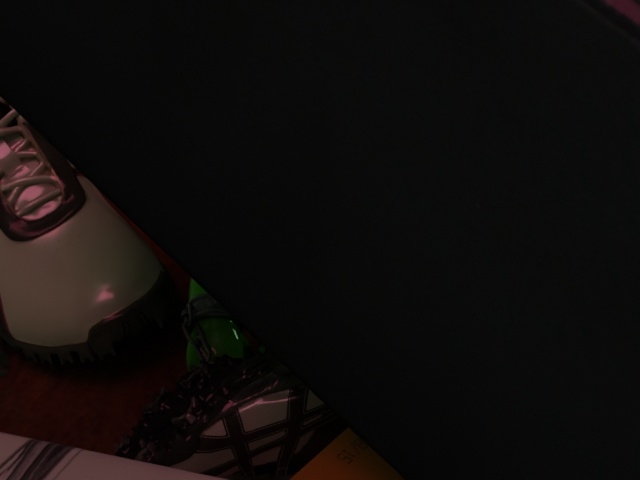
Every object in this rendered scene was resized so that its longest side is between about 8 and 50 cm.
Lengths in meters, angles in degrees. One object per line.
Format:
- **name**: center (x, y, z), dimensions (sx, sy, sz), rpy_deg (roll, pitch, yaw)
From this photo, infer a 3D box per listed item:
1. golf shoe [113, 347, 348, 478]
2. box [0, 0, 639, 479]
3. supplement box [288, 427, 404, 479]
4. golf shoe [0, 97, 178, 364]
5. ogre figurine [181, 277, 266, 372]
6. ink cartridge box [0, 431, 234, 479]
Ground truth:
- **golf shoe**: center (-0.025, 0.094, 0.742), dimensions (0.198, 0.094, 0.077), rpy_deg (-38, 19, 18)
- **box**: center (0.128, -0.174, 0.668), dimensions (0.472, 0.297, 0.480), rpy_deg (-35, 62, -28)
- **supplement box**: center (0.049, 0.119, 0.676), dimensions (0.233, 0.080, 0.078), rpy_deg (-40, 44, -23)
- **golf shoe**: center (-0.187, -0.020, 0.913), dimensions (0.105, 0.120, 0.273), rpy_deg (-32, 41, -19)
- **ogre figurine**: center (0.000, 0.000, 0.835), dimensions (0.197, 0.097, 0.118), rpy_deg (-36, 57, 2)
- **ink cartridge box**: center (-0.110, 0.182, 0.556), dimensions (0.289, 0.211, 0.121), rpy_deg (7, 43, 28)
